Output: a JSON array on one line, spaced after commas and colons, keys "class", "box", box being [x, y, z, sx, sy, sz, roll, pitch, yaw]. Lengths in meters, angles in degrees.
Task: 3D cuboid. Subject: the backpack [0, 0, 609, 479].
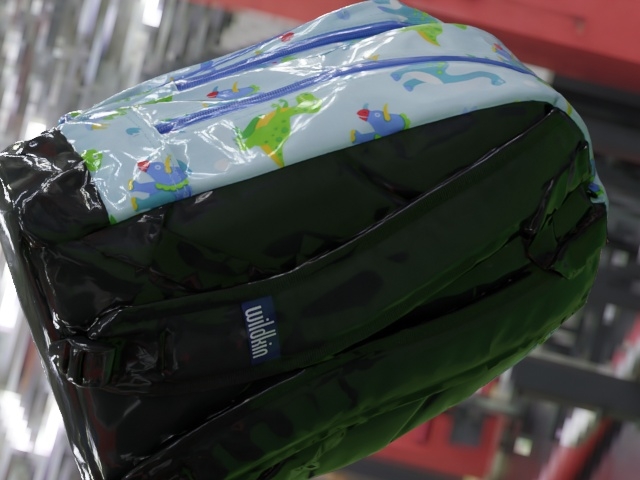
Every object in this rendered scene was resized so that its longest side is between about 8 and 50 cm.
[{"class": "backpack", "box": [0.000, 0.000, 1.201, 0.273, 0.356, 0.290, -114, 7, -56]}]
